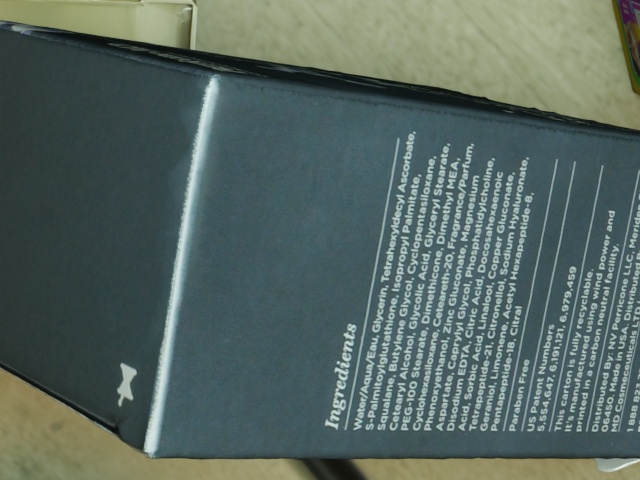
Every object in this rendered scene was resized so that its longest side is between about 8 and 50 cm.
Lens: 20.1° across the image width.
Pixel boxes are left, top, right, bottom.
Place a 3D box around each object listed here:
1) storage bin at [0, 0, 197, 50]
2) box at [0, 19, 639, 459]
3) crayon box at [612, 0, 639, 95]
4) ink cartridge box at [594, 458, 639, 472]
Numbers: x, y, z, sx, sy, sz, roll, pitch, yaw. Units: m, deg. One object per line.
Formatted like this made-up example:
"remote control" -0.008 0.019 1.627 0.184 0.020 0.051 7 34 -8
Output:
"storage bin" -0.223 -0.061 1.293 0.260 0.123 0.262 2 102 -5
"box" 0.000 0.000 1.148 0.395 0.293 0.212 4 99 -37
"crayon box" 0.260 -0.169 1.218 0.081 0.278 0.165 -15 103 0
"ink cartridge box" 0.314 0.003 1.288 0.353 0.207 0.119 -26 119 2
